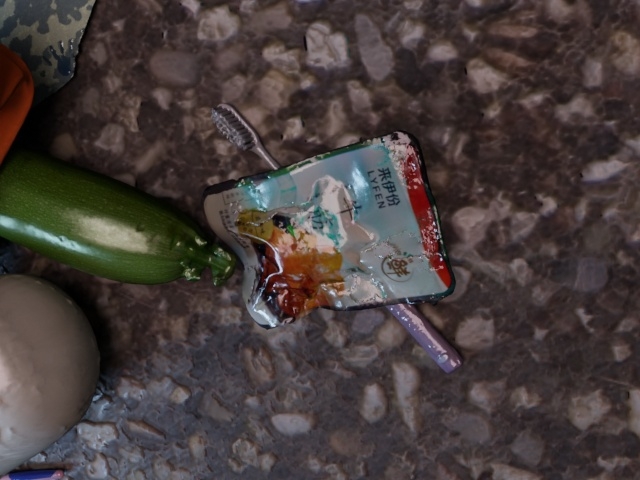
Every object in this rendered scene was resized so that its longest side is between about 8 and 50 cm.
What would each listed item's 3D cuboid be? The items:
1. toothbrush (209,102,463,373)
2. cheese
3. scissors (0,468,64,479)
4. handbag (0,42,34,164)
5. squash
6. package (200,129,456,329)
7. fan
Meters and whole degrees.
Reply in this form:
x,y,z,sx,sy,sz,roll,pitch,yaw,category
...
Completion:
x,y,z,sx,sy,sz,roll,pitch,yaw,category
0.014,-0.003,0.710,0.354,0.029,0.024,48,117,1,toothbrush
-0.315,0.128,0.716,0.189,0.154,0.198,-25,88,23,cheese
-0.339,0.278,0.810,0.113,0.012,0.039,-5,95,10,scissors
-0.499,-0.131,0.636,0.410,0.116,0.304,26,86,5,handbag
-0.261,-0.033,0.717,0.378,0.101,0.101,21,100,5,squash
0.000,0.000,0.682,0.231,0.040,0.166,-11,105,24,package
-0.304,-0.212,0.748,0.131,0.009,0.240,40,101,3,fan
